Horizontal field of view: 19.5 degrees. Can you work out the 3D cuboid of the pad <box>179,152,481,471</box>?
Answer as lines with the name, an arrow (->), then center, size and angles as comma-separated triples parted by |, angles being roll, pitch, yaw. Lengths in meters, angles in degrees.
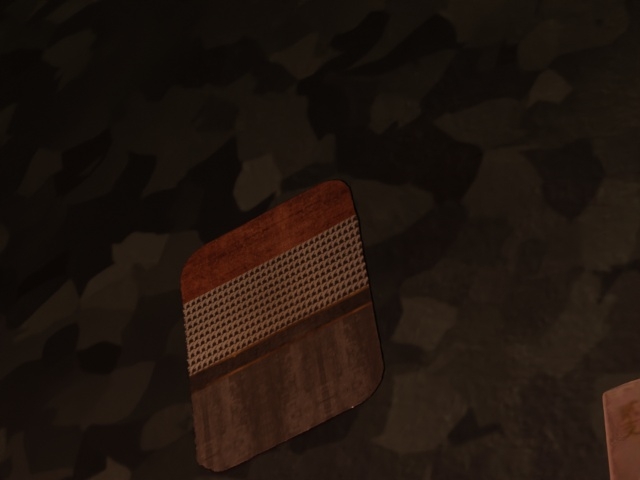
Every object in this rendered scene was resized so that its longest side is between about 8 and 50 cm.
pad -> 0.018, 0.010, 1.416 | 0.323, 0.055, 0.250 | -44, 34, 26

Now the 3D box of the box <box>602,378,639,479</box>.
box -> 0.208, 0.262, 0.892 | 0.051, 0.204, 0.365 | -21, 43, 23
